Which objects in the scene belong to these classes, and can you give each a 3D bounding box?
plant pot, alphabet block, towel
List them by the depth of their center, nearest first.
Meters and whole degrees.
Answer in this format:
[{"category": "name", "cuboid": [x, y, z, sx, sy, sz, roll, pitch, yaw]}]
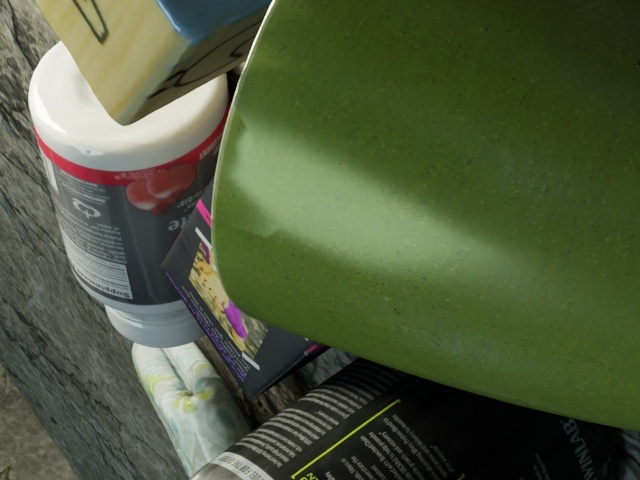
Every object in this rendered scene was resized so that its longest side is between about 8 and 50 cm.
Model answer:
[{"category": "plant pot", "cuboid": [0.145, -0.022, 0.686, 0.293, 0.275, 0.275, 26, 146, 23]}, {"category": "alphabet block", "cuboid": [-0.091, -0.221, 0.939, 0.193, 0.192, 0.197, 59, 158, 0]}, {"category": "towel", "cuboid": [-0.112, 0.275, 1.646, 0.320, 0.090, 0.374, 63, 170, -15]}]

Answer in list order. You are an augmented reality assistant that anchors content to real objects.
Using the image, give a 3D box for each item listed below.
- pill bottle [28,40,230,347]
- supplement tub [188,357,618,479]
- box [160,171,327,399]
[{"category": "pill bottle", "cuboid": [-0.164, -0.041, 1.328, 0.176, 0.176, 0.318, 43, 153, 30]}, {"category": "supplement tub", "cuboid": [0.038, 0.205, 1.035, 0.207, 0.338, 0.207, 44, 154, 29]}, {"category": "box", "cuboid": [0.000, 0.000, 1.068, 0.143, 0.165, 0.270, 55, 157, 5]}]
